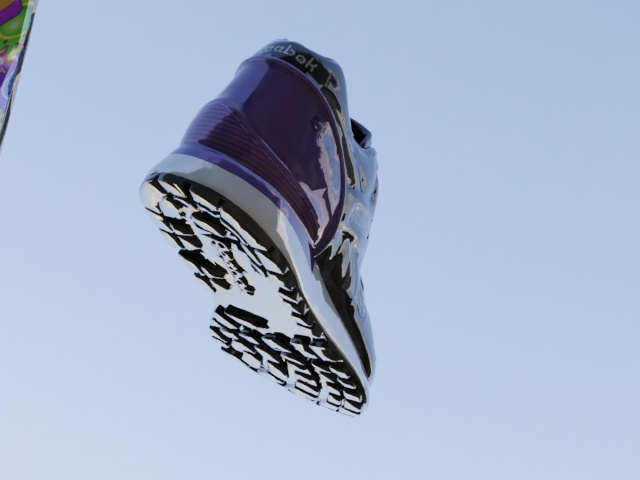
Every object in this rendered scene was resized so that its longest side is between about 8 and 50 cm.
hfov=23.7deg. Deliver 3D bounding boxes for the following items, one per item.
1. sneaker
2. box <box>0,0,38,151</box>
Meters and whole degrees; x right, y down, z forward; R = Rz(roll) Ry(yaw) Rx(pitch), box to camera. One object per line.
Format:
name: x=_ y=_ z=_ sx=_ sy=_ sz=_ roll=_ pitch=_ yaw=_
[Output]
sneaker: x=0.000 y=0.000 z=0.849 sx=0.107 sy=0.124 sz=0.283 roll=24 pitch=-22 yaw=20
box: x=-0.255 y=-0.102 z=0.534 sx=0.177 sy=0.279 sz=0.290 roll=-22 pitch=-25 yaw=-34
